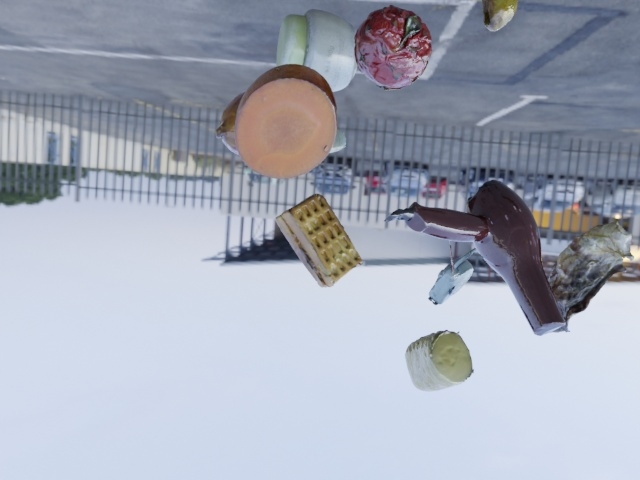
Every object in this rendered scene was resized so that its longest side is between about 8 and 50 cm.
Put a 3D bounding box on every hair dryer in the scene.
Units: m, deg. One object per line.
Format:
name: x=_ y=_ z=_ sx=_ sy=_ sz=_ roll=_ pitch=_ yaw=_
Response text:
hair dryer: x=0.269 y=0.015 z=1.059 sx=0.340 sy=0.313 sz=0.123 roll=7 pitch=144 yaw=-28

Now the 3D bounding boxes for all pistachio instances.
pistachio: x=0.497 y=-0.681 z=1.633 sx=0.100 sy=0.190 sz=0.110 roll=-5 pitch=176 yaw=-44

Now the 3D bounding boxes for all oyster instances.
oyster: x=0.579 y=0.088 z=1.345 sx=0.100 sy=0.271 sz=0.275 roll=20 pitch=176 yaw=-8

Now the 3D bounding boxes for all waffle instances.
waffle: x=0.000 y=0.000 z=2.185 sx=0.098 sy=0.328 sz=0.224 roll=-30 pitch=-178 yaw=46

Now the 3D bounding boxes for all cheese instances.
cheese: x=0.253 y=0.266 z=1.283 sx=0.093 sy=0.123 sz=0.167 roll=-19 pitch=167 yaw=-19

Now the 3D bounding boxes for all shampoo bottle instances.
shampoo bottle: x=0.031 y=-0.306 z=1.803 sx=0.049 sy=0.072 sz=0.212 roll=-10 pitch=-174 yaw=19
shampoo bottle: x=-0.010 y=-0.748 z=2.342 sx=0.317 sy=0.323 sz=0.322 roll=5 pitch=-175 yaw=-9

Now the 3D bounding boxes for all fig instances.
fig: x=-0.223 y=-0.375 z=1.925 sx=0.223 sy=0.224 sz=0.263 roll=6 pitch=-147 yaw=9

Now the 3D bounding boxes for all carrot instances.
carrot: x=-0.092 y=-0.293 z=1.498 sx=0.258 sy=0.307 sz=0.100 roll=39 pitch=-154 yaw=-13

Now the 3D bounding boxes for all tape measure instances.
tape measure: x=0.466 y=0.069 z=1.918 sx=0.084 sy=0.330 sz=0.164 roll=39 pitch=-138 yaw=18

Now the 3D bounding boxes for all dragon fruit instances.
dragon fruit: x=0.226 y=-0.588 z=1.831 sx=0.244 sy=0.245 sz=0.299 roll=6 pitch=155 yaw=16

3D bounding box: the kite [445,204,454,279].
kite: x=0.338 y=0.027 z=1.526 sx=0.008 sy=0.223 sz=0.125 roll=-5 pitch=151 yaw=11
